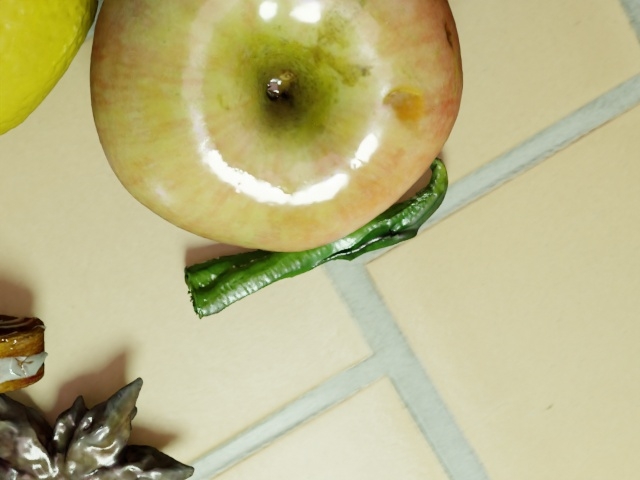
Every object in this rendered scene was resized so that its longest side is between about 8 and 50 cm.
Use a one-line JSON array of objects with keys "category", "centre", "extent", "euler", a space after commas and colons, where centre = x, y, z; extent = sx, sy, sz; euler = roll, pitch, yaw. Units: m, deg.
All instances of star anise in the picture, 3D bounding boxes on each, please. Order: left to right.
[{"category": "star anise", "centre": [-0.316, 0.287, 1.135], "extent": [0.316, 0.108, 0.315], "euler": [0, 103, 2]}]

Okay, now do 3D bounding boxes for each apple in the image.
[{"category": "apple", "centre": [-0.054, -0.178, 0.982], "extent": [0.392, 0.346, 0.391], "euler": [-2, 105, -6]}]

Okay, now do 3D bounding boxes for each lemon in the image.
[{"category": "lemon", "centre": [-0.401, -0.262, 0.969], "extent": [0.336, 0.336, 0.335], "euler": [0, 97, -3]}]

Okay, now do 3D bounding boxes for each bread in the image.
[{"category": "bread", "centre": [-0.410, 0.136, 1.090], "extent": [0.161, 0.160, 0.073], "euler": [1, 99, -3]}]

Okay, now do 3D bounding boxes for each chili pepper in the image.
[{"category": "chili pepper", "centre": [0.001, 0.000, 1.142], "extent": [0.359, 0.085, 0.076], "euler": [-24, 136, -5]}]
